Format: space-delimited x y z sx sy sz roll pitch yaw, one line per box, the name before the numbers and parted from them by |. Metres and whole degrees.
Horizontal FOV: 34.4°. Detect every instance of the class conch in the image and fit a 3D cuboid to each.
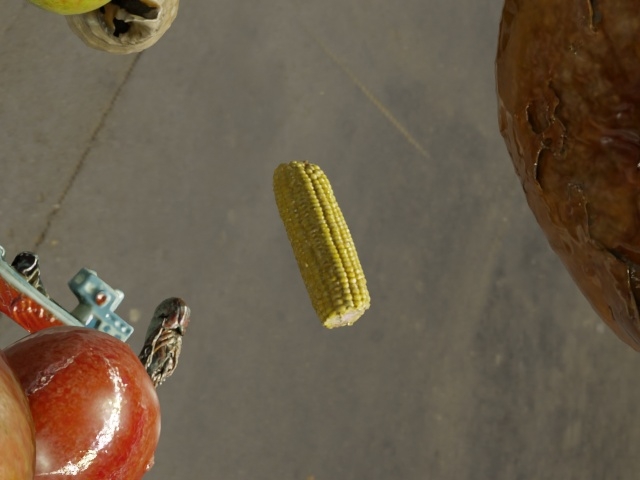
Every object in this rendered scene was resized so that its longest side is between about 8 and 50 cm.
conch | -0.322 -0.418 1.629 0.263 0.324 0.186 42 73 -33

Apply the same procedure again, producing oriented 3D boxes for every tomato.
tomato | -0.210 0.141 0.833 0.167 0.167 0.167 4 85 -48

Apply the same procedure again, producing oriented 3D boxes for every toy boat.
toy boat | -0.426 0.068 1.576 0.332 0.145 0.133 39 80 -12

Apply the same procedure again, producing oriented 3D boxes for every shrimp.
shrimp | -0.303 0.220 1.975 0.090 0.079 0.233 35 63 -58

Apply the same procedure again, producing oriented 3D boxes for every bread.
bread | 0.287 -0.080 0.604 0.204 0.337 0.358 -18 81 -39

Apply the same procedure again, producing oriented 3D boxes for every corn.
corn | 0.000 0.000 1.368 0.081 0.081 0.248 14 47 -47

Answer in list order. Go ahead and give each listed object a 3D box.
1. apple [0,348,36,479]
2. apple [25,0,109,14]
apple | -0.310 0.138 0.558 0.301 0.301 0.302 4 85 -48
apple | -0.290 -0.353 1.176 0.196 0.196 0.196 4 85 -48
